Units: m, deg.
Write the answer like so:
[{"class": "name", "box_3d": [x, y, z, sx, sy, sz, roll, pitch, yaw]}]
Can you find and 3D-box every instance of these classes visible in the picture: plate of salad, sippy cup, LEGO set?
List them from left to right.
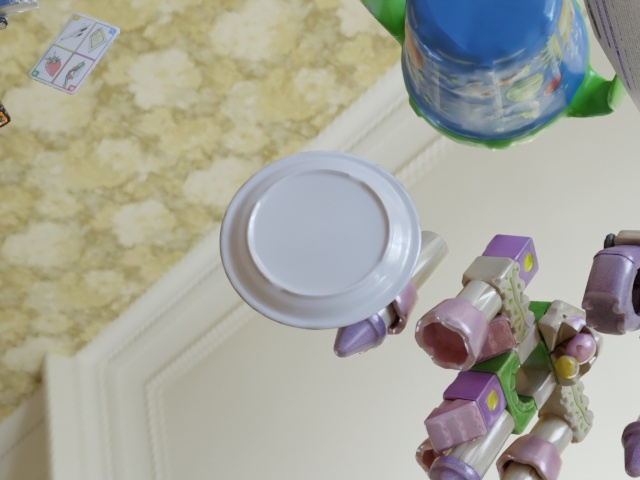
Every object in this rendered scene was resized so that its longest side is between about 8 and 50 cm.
[{"class": "LEGO set", "box_3d": [-0.256, -0.212, 0.930, 0.182, 0.060, 0.244, 23, -112, 17]}, {"class": "plate of salad", "box_3d": [0.000, 0.000, 1.079, 0.200, 0.048, 0.200, -2, -117, 3]}, {"class": "sippy cup", "box_3d": [0.194, -0.243, 1.253, 0.305, 0.224, 0.240, -9, -101, 11]}]

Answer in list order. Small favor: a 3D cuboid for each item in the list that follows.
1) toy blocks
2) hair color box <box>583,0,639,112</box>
[{"class": "toy blocks", "box_3d": [0.179, 0.166, 1.064, 0.309, 0.288, 0.260, 1, -145, 41]}, {"class": "hair color box", "box_3d": [0.227, -0.168, 0.673, 0.110, 0.185, 0.339, -19, -152, 11]}]
